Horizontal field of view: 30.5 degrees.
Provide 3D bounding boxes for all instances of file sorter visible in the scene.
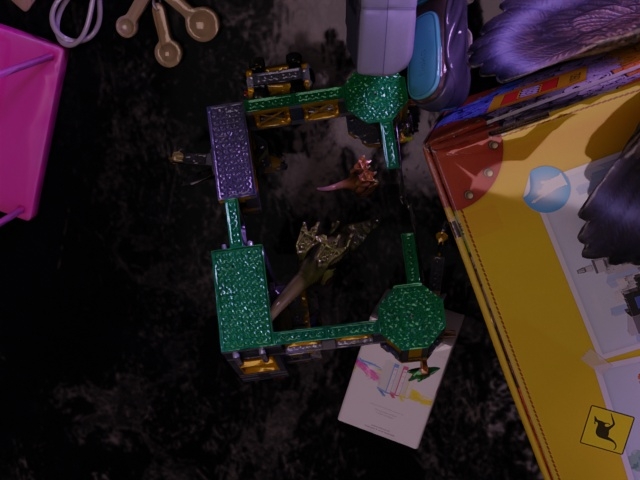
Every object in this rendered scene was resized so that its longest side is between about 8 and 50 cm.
[{"bbox_3d":[-0.448,-0.137,1.218,0.291,0.182,0.202,19,111,7],"label":"file sorter"}]

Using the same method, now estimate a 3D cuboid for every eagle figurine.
[{"bbox_3d":[0.281,-0.150,0.856,0.225,0.226,0.298,25,140,-23],"label":"eagle figurine"}]

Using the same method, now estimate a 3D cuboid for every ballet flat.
[{"bbox_3d":[0.115,-0.215,1.106,0.074,0.074,0.203,-3,76,15],"label":"ballet flat"}]

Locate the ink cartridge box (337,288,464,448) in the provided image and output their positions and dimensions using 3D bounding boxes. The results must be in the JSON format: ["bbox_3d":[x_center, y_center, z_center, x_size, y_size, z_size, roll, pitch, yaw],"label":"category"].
[{"bbox_3d":[0.087,0.123,1.221,0.090,0.092,0.143,19,110,8],"label":"ink cartridge box"}]

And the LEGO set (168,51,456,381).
[{"bbox_3d":[0.000,0.000,1.154,0.255,0.192,0.331,-16,74,-1],"label":"LEGO set"}]

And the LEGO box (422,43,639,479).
[{"bbox_3d":[0.360,0.065,1.077,0.372,0.193,0.500,-17,103,19],"label":"LEGO box"}]

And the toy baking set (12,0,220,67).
[{"bbox_3d":[-0.202,-0.282,1.190,0.256,0.030,0.196,14,111,9],"label":"toy baking set"}]

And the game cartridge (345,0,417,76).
[{"bbox_3d":[0.055,-0.301,1.030,0.060,0.196,0.294,2,109,1],"label":"game cartridge"}]
